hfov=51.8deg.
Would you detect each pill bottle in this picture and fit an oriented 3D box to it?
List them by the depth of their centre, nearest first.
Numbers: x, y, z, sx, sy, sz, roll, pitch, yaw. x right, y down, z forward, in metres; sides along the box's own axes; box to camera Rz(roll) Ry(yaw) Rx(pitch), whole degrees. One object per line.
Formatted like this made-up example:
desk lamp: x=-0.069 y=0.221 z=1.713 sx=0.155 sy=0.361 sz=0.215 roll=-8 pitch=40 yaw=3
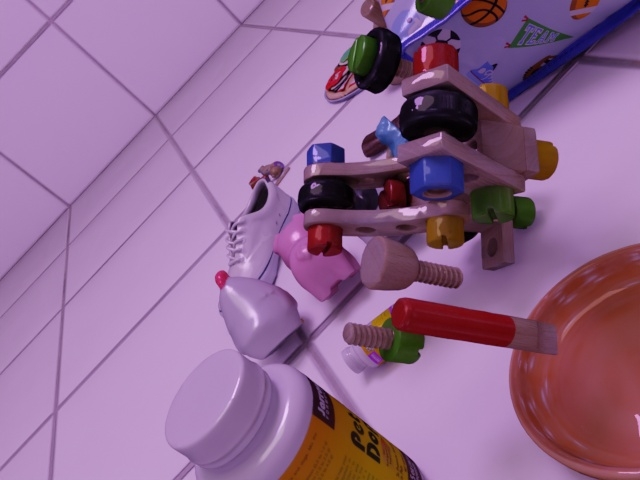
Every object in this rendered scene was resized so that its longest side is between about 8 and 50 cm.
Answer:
pill bottle: x=-0.017 y=0.180 z=0.533 sx=0.117 sy=0.215 sz=0.117 roll=-35 pitch=30 yaw=23
pill bottle: x=0.063 y=0.107 z=0.706 sx=0.083 sy=0.043 sz=0.043 roll=-40 pitch=27 yaw=14

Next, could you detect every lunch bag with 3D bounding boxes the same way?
lunch bag: x=0.264 y=-0.401 z=0.814 sx=0.385 sy=0.239 sz=0.327 roll=-37 pitch=52 yaw=33

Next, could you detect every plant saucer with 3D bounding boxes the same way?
plant saucer: x=0.237 y=0.087 z=0.488 sx=0.200 sy=0.037 sz=0.200 roll=-34 pitch=30 yaw=23

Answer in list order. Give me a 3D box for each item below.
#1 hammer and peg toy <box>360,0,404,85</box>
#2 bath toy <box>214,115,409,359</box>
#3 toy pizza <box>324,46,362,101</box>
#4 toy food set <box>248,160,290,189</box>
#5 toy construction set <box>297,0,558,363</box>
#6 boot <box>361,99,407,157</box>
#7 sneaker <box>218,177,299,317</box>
hammer and peg toy: x=0.196 y=-0.457 z=1.164 sx=0.266 sy=0.127 sz=0.361 roll=-13 pitch=68 yaw=49
bath toy: x=0.000 y=0.000 z=0.855 sx=0.348 sy=0.129 sz=0.151 roll=-45 pitch=-7 yaw=3
toy pizza: x=0.079 y=-0.361 z=1.334 sx=0.201 sy=0.032 sz=0.201 roll=-35 pitch=29 yaw=23
toy food set: x=-0.111 y=-0.126 z=1.305 sx=0.122 sy=0.019 sz=0.078 roll=4 pitch=56 yaw=57
toy construction set: x=0.133 y=-0.025 z=0.585 sx=0.257 sy=0.237 sz=0.308 roll=123 pitch=150 yaw=-41
boot: x=0.113 y=-0.187 z=1.051 sx=0.114 sy=0.037 sz=0.106 roll=-32 pitch=28 yaw=36
sneaker: x=-0.116 y=0.009 z=1.046 sx=0.094 sy=0.091 sz=0.258 roll=-23 pitch=35 yaw=39
